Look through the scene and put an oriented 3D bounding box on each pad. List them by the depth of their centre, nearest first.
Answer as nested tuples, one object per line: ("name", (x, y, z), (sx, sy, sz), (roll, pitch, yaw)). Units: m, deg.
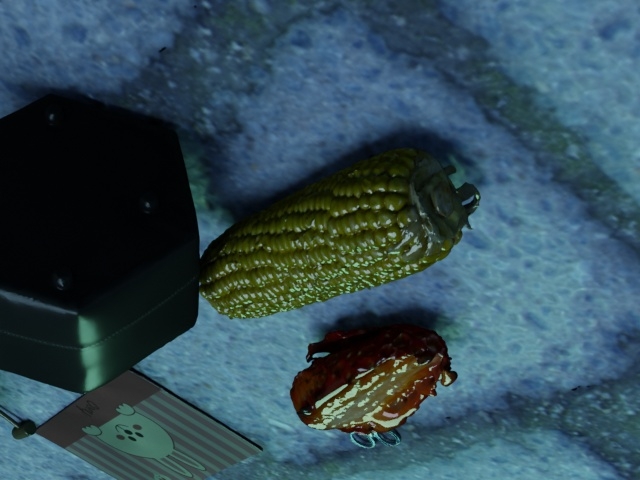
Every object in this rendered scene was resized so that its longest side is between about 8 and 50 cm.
("pad", (-0.225, 0.252, 1.461), (0.202, 0.005, 0.300), (35, 142, -17))

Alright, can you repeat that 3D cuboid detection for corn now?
("corn", (0.000, 0.000, 0.952), (0.106, 0.106, 0.293), (42, 143, -25))

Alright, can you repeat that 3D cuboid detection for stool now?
("stool", (-0.207, -0.001, 0.955), (0.232, 0.232, 0.141), (18, 141, 6))

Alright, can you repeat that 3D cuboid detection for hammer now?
("hammer", (-0.422, 0.222, 1.515), (0.110, 0.019, 0.035), (42, 139, -22))

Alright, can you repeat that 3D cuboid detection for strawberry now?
("strawberry", (0.053, 0.124, 1.105), (0.121, 0.082, 0.188), (20, 139, -33))

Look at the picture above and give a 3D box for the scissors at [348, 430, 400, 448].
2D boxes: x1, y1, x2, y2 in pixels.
("scissors", (0.039, 0.189, 1.238), (0.058, 0.014, 0.119), (-11, 136, 31))
